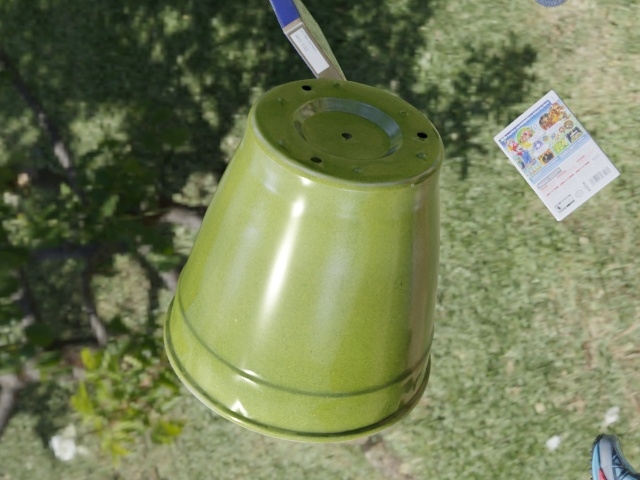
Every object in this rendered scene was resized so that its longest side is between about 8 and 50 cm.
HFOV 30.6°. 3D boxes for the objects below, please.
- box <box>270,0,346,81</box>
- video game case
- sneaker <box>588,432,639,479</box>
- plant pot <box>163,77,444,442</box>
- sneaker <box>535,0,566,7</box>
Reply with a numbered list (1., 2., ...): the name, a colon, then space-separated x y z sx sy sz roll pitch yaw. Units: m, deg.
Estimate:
1. box: -0.033 -0.323 1.720 0.036 0.136 0.225 -33 43 8
2. video game case: 0.266 -0.096 1.319 0.087 0.011 0.122 -40 78 19
3. sneaker: 0.460 0.372 1.577 0.125 0.104 0.262 -31 69 21
4. plant pot: 0.000 0.000 1.479 0.366 0.366 0.353 38 134 31
5. sneaker: 0.372 -0.508 1.902 0.210 0.137 0.366 -33 33 -2
